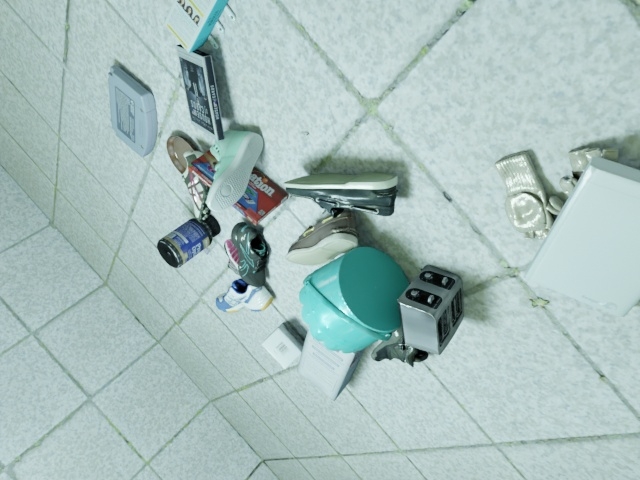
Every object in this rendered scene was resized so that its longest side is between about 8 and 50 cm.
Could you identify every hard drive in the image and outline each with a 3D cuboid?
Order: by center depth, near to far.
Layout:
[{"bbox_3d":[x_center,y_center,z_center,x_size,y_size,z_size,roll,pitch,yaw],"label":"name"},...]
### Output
[{"bbox_3d":[0.537,0.005,0.930,0.203,0.040,0.307,23,140,16],"label":"hard drive"}]

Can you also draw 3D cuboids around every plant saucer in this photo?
[{"bbox_3d":[-0.464,-0.289,1.729,0.169,0.029,0.168,26,137,27],"label":"plant saucer"}]

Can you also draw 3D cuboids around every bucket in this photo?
[{"bbox_3d":[0.101,0.162,1.375,0.281,0.281,0.183,49,139,-1],"label":"bucket"}]

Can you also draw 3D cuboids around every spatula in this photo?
[{"bbox_3d":[-0.317,-0.628,1.282,0.242,0.019,0.168,54,142,-7],"label":"spatula"}]

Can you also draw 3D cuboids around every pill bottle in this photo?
[{"bbox_3d":[-0.477,-0.006,1.838,0.123,0.219,0.122,27,139,27],"label":"pill bottle"}]

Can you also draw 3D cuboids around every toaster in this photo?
[{"bbox_3d":[0.283,0.185,1.286,0.110,0.168,0.185,15,132,36],"label":"toaster"}]

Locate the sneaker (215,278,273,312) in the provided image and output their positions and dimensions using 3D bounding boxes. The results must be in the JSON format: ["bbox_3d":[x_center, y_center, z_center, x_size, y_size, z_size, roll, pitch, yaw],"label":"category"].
[{"bbox_3d":[-0.316,0.202,1.959,0.297,0.111,0.130,-11,121,38],"label":"sneaker"}]

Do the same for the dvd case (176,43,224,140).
[{"bbox_3d":[-0.343,-0.423,1.432,0.179,0.030,0.238,36,139,42],"label":"dvd case"}]

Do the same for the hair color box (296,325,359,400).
[{"bbox_3d":[0.039,0.401,1.777,0.185,0.114,0.374,35,142,17],"label":"hair color box"}]

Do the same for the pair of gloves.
[{"bbox_3d":[0.466,-0.080,0.967,0.240,0.042,0.204,-1,122,47],"label":"pair of gloves"}]

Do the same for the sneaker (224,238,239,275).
[{"bbox_3d":[-0.325,0.070,1.884,0.075,0.063,0.170,-2,126,39],"label":"sneaker"}]

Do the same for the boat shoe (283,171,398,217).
[{"bbox_3d":[0.047,-0.112,1.292,0.340,0.127,0.112,3,113,33],"label":"boat shoe"}]

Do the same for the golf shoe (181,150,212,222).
[{"bbox_3d":[-0.404,-0.185,1.694,0.120,0.105,0.272,26,131,10],"label":"golf shoe"}]

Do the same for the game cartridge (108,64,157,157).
[{"bbox_3d":[-0.662,-0.443,1.771,0.198,0.062,0.297,37,142,8],"label":"game cartridge"}]

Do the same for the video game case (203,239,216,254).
[{"bbox_3d":[-0.465,0.003,2.009,0.087,0.011,0.122,49,144,-1],"label":"video game case"}]

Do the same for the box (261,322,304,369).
[{"bbox_3d":[-0.140,0.399,1.909,0.130,0.091,0.170,46,178,4],"label":"box"}]

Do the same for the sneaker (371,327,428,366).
[{"bbox_3d":[0.243,0.346,1.541,0.130,0.087,0.227,48,139,12],"label":"sneaker"}]

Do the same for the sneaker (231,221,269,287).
[{"bbox_3d":[-0.235,0.064,1.758,0.106,0.101,0.267,13,132,35],"label":"sneaker"}]

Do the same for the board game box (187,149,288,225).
[{"bbox_3d":[-0.248,-0.177,1.513,0.281,0.145,0.027,39,148,12],"label":"board game box"}]

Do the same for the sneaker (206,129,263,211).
[{"bbox_3d":[-0.280,-0.208,1.467,0.151,0.255,0.094,22,170,39],"label":"sneaker"}]

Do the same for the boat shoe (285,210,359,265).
[{"bbox_3d":[0.000,0.000,1.466,0.117,0.096,0.324,16,158,-27],"label":"boat shoe"}]

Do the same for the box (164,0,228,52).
[{"bbox_3d":[-0.303,-0.586,1.245,0.100,0.060,0.244,50,144,-9],"label":"box"}]
